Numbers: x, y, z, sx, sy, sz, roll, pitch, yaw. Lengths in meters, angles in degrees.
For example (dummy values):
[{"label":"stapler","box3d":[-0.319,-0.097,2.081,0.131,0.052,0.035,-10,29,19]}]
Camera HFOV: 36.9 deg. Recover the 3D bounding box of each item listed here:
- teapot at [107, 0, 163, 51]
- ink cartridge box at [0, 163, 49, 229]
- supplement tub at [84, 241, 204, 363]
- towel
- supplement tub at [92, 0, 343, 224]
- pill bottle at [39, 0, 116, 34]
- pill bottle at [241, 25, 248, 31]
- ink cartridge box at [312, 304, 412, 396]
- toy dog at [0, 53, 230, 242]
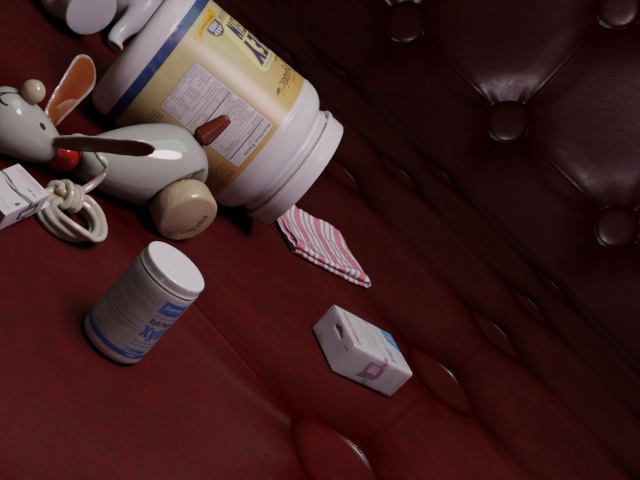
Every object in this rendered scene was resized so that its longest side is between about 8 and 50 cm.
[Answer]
[{"label":"teapot","box3d":[-0.362,-0.482,1.709,0.256,0.187,0.253,-140,-152,-69]},{"label":"ink cartridge box","box3d":[-0.312,-0.047,0.972,0.048,0.028,0.083,44,33,4]},{"label":"supplement tub","box3d":[-0.171,0.061,0.929,0.071,0.107,0.071,39,17,-15]},{"label":"towel","box3d":[0.000,0.000,1.612,0.197,0.029,0.144,28,23,-42]},{"label":"supplement tub","box3d":[-0.146,-0.192,1.400,0.316,0.228,0.228,38,17,-16]},{"label":"pill bottle","box3d":[-0.415,-0.432,1.558,0.208,0.117,0.117,52,19,28]},{"label":"pill bottle","box3d":[-0.170,-0.283,1.664,0.169,0.169,0.301,31,19,-36]},{"label":"ink cartridge box","box3d":[0.057,0.153,1.328,0.122,0.052,0.088,32,20,-38]},{"label":"toy dog","box3d":[-0.230,-0.123,1.153,0.220,0.161,0.333,47,17,15]}]
